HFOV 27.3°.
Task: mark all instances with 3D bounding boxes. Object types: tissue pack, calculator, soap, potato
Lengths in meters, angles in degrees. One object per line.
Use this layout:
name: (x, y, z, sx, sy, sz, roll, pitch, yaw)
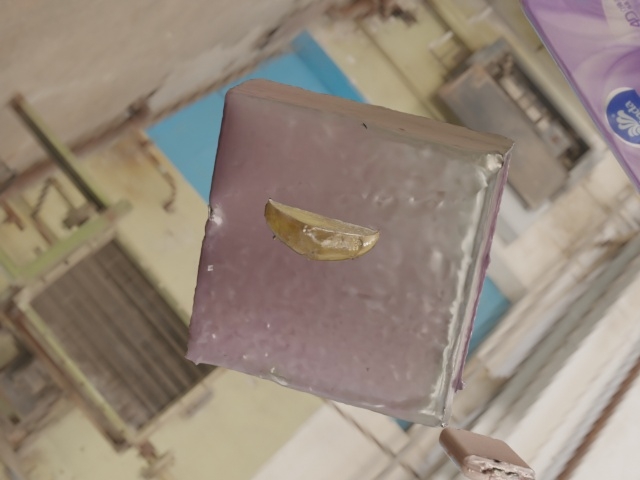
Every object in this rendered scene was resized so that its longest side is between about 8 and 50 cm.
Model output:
tissue pack: (0.356, -0.146, 1.267, 0.160, 0.338, 0.242, -32, 180, 33)
calculator: (0.213, 0.280, 1.696, 0.175, 0.100, 0.032, -137, -117, -78)
soap: (0.025, 0.012, 1.310, 0.107, 0.285, 0.296, -40, 144, -66)
potato: (-0.001, 0.001, 1.018, 0.036, 0.093, 0.037, -98, -154, -71)
